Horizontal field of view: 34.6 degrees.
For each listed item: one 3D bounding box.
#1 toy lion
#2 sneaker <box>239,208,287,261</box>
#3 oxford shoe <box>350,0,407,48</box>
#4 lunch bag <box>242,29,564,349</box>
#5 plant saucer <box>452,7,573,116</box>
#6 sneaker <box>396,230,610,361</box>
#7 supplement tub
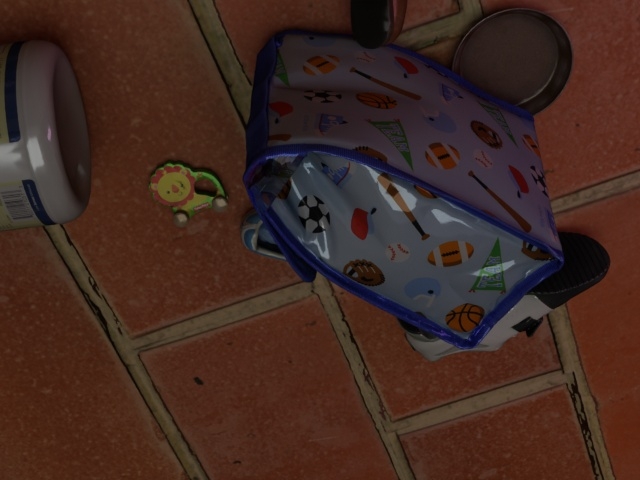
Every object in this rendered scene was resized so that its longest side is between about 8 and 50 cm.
[{"bbox_3d":[-0.193,-0.074,1.476,0.100,0.034,0.096,-20,114,7],"label":"toy lion"},{"bbox_3d":[0.000,0.000,1.507,0.237,0.086,0.085,3,120,-9],"label":"sneaker"},{"bbox_3d":[0.080,-0.355,1.310,0.076,0.076,0.212,15,112,29],"label":"oxford shoe"},{"bbox_3d":[0.079,-0.089,1.309,0.385,0.328,0.239,27,123,-19],"label":"lunch bag"},{"bbox_3d":[0.262,-0.243,1.413,0.168,0.029,0.168,-3,121,-4],"label":"plant saucer"},{"bbox_3d":[0.287,0.093,1.588,0.330,0.122,0.146,-20,140,6],"label":"sneaker"},{"bbox_3d":[-0.473,-0.120,1.297,0.325,0.235,0.235,-7,122,-1],"label":"supplement tub"}]
